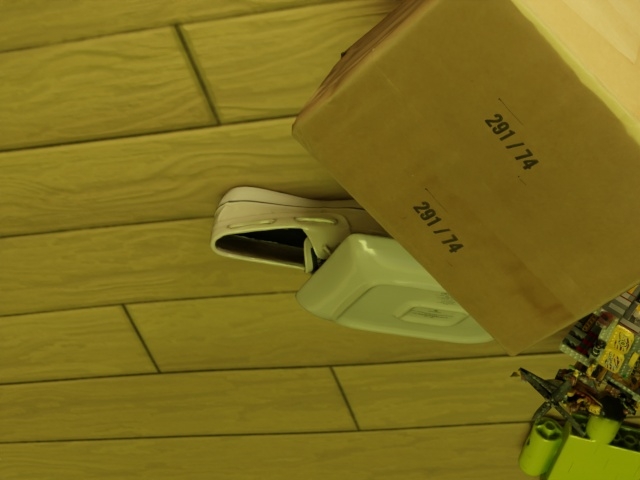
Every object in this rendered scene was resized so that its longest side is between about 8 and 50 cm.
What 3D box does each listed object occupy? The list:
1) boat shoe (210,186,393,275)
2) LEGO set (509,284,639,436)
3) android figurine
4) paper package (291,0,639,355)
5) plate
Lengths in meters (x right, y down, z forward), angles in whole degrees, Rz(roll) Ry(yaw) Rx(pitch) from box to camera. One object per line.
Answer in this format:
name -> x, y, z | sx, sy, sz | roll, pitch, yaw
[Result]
boat shoe -> 0.000, 0.000, 1.700 | 0.267, 0.088, 0.096 | 11, 136, 4
LEGO set -> 0.379, 0.150, 1.632 | 0.255, 0.192, 0.331 | 38, 143, 11
android figurine -> 0.395, 0.316, 1.941 | 0.248, 0.056, 0.273 | 13, 136, 2
paper package -> 0.186, -0.103, 1.320 | 0.325, 0.168, 0.309 | 43, 134, -10
plate -> 0.130, 0.068, 1.655 | 0.277, 0.045, 0.278 | 9, 161, -12
